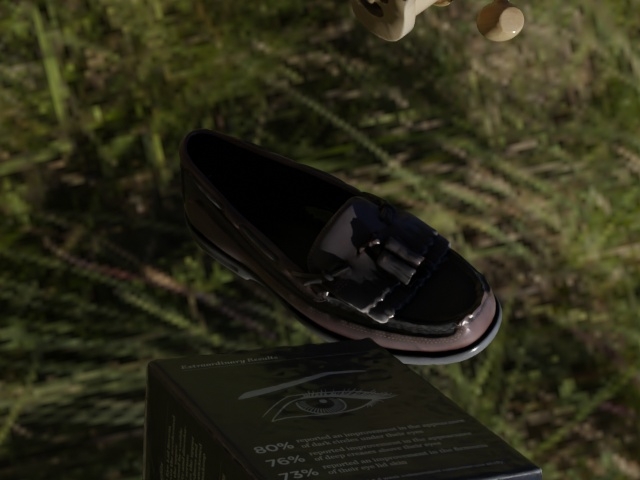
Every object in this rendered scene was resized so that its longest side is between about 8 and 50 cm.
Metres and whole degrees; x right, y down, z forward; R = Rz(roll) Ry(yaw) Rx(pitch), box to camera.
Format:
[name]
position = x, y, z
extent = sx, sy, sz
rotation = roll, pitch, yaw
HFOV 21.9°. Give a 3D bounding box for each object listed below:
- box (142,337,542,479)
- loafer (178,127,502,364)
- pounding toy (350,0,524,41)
[box]
position = 0.004, 0.143, 0.928
extent = 0.207, 0.153, 0.108
rotation = -144, -126, -60
[loafer]
position = 0.000, 0.000, 1.262
extent = 0.302, 0.109, 0.095
rotation = 26, -29, 35
[pounding toy]
position = 0.091, -0.296, 1.566
extent = 0.269, 0.155, 0.154
rotation = 55, -15, -5
